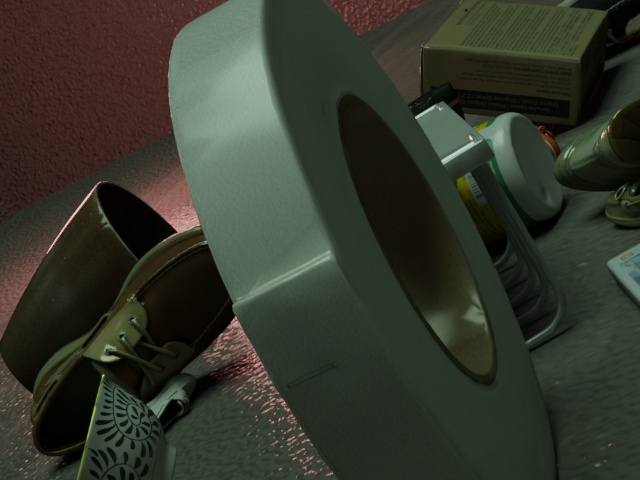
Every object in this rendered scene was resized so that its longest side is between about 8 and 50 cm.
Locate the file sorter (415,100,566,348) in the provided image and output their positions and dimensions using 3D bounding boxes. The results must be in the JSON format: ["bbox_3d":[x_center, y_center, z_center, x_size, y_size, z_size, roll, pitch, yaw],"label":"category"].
[{"bbox_3d":[0.083,0.013,1.539,0.193,0.173,0.277,-31,11,3],"label":"file sorter"}]

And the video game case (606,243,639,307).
[{"bbox_3d":[0.325,0.001,1.362,0.183,0.023,0.201,-30,12,4],"label":"video game case"}]

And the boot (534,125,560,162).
[{"bbox_3d":[0.236,-0.105,1.953,0.085,0.059,0.158,-29,9,-19],"label":"boot"}]

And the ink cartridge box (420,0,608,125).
[{"bbox_3d":[0.243,-0.224,2.156,0.193,0.088,0.234,7,24,16],"label":"ink cartridge box"}]

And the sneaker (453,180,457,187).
[{"bbox_3d":[0.071,0.000,1.717,0.078,0.067,0.188,31,100,47],"label":"sneaker"}]

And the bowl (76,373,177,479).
[{"bbox_3d":[-0.171,0.207,1.515,0.080,0.170,0.170,14,11,-5],"label":"bowl"}]

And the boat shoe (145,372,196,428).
[{"bbox_3d":[-0.154,0.172,1.822,0.035,0.035,0.100,10,29,30],"label":"boat shoe"}]

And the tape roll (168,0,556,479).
[{"bbox_3d":[0.034,0.013,1.129,0.072,0.392,0.392,-27,12,15],"label":"tape roll"}]

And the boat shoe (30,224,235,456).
[{"bbox_3d":[-0.194,0.122,1.864,0.324,0.122,0.120,-46,14,24],"label":"boat shoe"}]

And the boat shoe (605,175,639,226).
[{"bbox_3d":[0.302,-0.046,1.553,0.056,0.048,0.153,-35,12,-22],"label":"boat shoe"}]

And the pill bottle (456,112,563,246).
[{"bbox_3d":[0.131,-0.040,1.784,0.208,0.117,0.117,-25,13,27],"label":"pill bottle"}]

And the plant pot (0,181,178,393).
[{"bbox_3d":[-0.274,0.083,2.123,0.230,0.215,0.215,-42,9,12],"label":"plant pot"}]

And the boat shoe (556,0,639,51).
[{"bbox_3d":[0.353,-0.281,2.332,0.302,0.091,0.114,-24,-14,37],"label":"boat shoe"}]

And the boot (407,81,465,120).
[{"bbox_3d":[0.116,-0.073,1.899,0.198,0.137,0.077,-38,11,-37],"label":"boot"}]

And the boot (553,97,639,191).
[{"bbox_3d":[0.336,-0.103,1.636,0.213,0.077,0.165,-17,-6,-16],"label":"boot"}]
